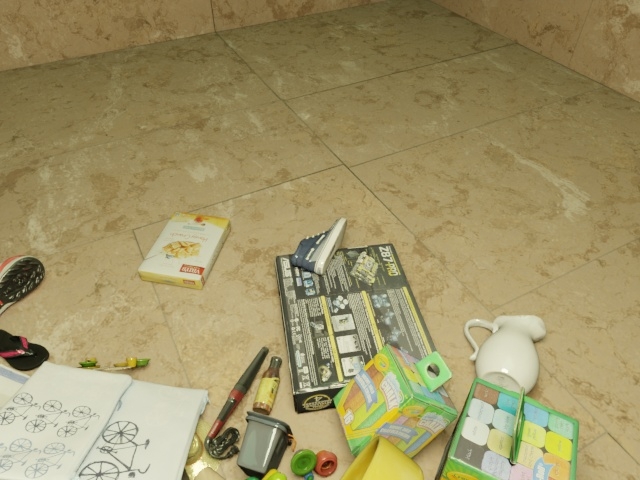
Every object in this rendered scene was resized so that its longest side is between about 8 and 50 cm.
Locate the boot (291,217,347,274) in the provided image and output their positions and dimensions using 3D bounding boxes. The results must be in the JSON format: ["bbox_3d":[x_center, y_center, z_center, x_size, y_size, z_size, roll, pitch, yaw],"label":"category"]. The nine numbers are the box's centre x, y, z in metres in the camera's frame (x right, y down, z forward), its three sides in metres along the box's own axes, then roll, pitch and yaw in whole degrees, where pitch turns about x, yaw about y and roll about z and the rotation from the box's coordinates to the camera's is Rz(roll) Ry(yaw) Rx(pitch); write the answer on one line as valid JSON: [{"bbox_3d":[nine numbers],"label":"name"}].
[{"bbox_3d":[0.000,0.000,1.209,0.086,0.069,0.190,17,46,15],"label":"boot"}]

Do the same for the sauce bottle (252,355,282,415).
[{"bbox_3d":[-0.110,0.308,1.034,0.042,0.042,0.128,8,47,8],"label":"sauce bottle"}]

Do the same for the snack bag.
[{"bbox_3d":[-0.386,0.329,0.853,0.342,0.037,0.323,12,14,-6],"label":"snack bag"}]

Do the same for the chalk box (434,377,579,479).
[{"bbox_3d":[0.300,0.366,0.787,0.179,0.289,0.180,21,40,20],"label":"chalk box"}]

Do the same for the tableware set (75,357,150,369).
[{"bbox_3d":[-0.456,0.264,1.049,0.154,0.104,0.024,-7,80,20],"label":"tableware set"}]

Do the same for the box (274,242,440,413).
[{"bbox_3d":[0.069,0.181,1.131,0.318,0.097,0.395,-8,44,-6],"label":"box"}]

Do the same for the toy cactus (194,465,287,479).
[{"bbox_3d":[-0.135,0.449,0.802,0.180,0.219,0.112,36,17,28],"label":"toy cactus"}]

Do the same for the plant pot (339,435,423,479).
[{"bbox_3d":[0.113,0.469,0.710,0.239,0.254,0.254,35,52,10],"label":"plant pot"}]

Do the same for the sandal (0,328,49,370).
[{"bbox_3d":[-0.700,0.243,1.097,0.179,0.040,0.067,17,46,17],"label":"sandal"}]

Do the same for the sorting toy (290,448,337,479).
[{"bbox_3d":[-0.018,0.417,0.912,0.102,0.061,0.042,23,3,-26],"label":"sorting toy"}]

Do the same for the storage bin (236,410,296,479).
[{"bbox_3d":[-0.101,0.390,0.895,0.098,0.135,0.091,12,57,12],"label":"storage bin"}]

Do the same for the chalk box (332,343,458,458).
[{"bbox_3d":[0.150,0.293,0.895,0.132,0.213,0.132,30,18,-29],"label":"chalk box"}]

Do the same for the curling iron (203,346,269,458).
[{"bbox_3d":[-0.166,0.332,1.012,0.068,0.035,0.274,43,36,-17],"label":"curling iron"}]

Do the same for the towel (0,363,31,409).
[{"bbox_3d":[-0.561,0.380,0.866,0.034,0.209,0.285,-28,41,21],"label":"towel"}]

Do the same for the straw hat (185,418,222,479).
[{"bbox_3d":[-0.262,0.395,0.930,0.144,0.061,0.144,0,45,0],"label":"straw hat"}]

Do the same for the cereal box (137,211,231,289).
[{"bbox_3d":[-0.366,0.022,1.325,0.173,0.047,0.240,8,44,7],"label":"cereal box"}]

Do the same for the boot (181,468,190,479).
[{"bbox_3d":[-0.362,0.415,0.873,0.305,0.112,0.115,18,89,26],"label":"boot"}]

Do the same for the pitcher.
[{"bbox_3d":[0.391,0.246,1.063,0.178,0.125,0.207,2,29,31],"label":"pitcher"}]

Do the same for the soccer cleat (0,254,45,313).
[{"bbox_3d":[-0.827,0.152,1.163,0.116,0.108,0.318,5,42,37],"label":"soccer cleat"}]
